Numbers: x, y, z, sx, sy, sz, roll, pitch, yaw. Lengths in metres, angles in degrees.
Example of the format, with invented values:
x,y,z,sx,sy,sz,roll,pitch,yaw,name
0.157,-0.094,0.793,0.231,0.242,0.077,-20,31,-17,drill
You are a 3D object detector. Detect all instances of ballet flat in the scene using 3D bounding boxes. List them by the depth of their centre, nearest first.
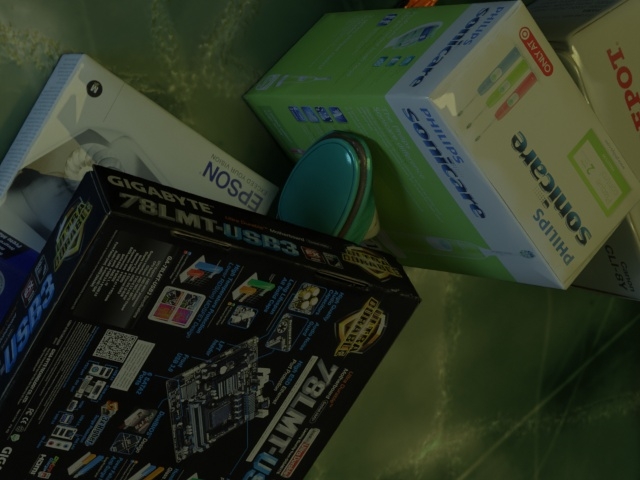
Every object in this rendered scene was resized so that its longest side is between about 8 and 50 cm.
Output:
x,y,z,sx,sy,sz,roll,pitch,yaw,name
0.000,0.000,1.412,0.087,0.083,0.247,-9,139,-42,ballet flat

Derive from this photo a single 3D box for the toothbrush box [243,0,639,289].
x,y,z,sx,sy,sz,roll,pitch,yaw,name
0.097,-0.082,1.393,0.122,0.283,0.206,-47,116,-19,toothbrush box

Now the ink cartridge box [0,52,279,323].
x,y,z,sx,sy,sz,roll,pitch,yaw,name
-0.171,-0.004,1.373,0.223,0.045,0.224,34,78,-30,ink cartridge box

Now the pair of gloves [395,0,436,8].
x,y,z,sx,sy,sz,roll,pitch,yaw,name
0.074,-0.238,1.523,0.074,0.010,0.083,-40,111,-21,pair of gloves

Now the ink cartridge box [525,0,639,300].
x,y,z,sx,sy,sz,roll,pitch,yaw,name
0.366,-0.155,1.623,0.385,0.160,0.279,-33,111,-25,ink cartridge box

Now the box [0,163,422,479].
x,y,z,sx,sy,sz,roll,pitch,yaw,name
-0.114,0.108,1.329,0.293,0.073,0.295,15,118,-33,box
